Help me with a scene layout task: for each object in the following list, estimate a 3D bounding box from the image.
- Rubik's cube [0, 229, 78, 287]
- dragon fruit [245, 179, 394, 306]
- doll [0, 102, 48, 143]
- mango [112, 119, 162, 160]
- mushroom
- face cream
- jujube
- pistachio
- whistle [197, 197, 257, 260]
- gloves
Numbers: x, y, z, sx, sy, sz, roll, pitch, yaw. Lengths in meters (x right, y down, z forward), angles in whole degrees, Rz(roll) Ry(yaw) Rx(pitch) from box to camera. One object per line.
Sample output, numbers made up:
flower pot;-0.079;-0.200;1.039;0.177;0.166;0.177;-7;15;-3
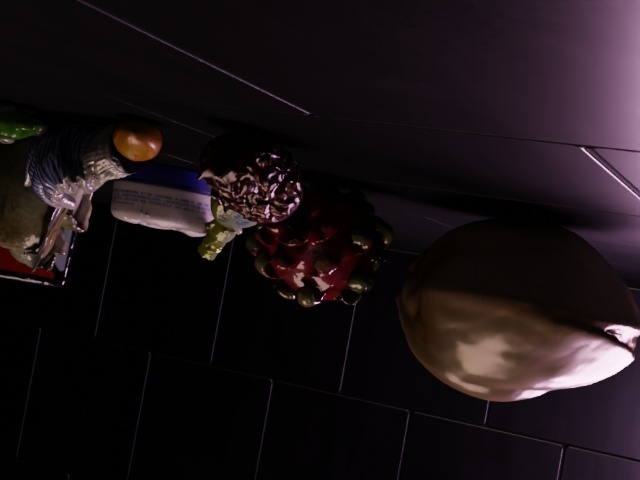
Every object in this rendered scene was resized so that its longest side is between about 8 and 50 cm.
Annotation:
Rubik's cube;-0.585;-0.057;2.089;0.250;0.248;0.246;13;176;-25
dragon fruit;-0.002;-0.007;1.722;0.218;0.198;0.273;-18;-159;2
doll;-0.434;-0.155;1.439;0.190;0.050;0.115;11;-178;29
mango;-0.218;-0.120;1.341;0.060;0.046;0.089;11;174;1
mushroom;-0.428;-0.081;1.673;0.164;0.189;0.267;21;-159;-1
face cream;-0.268;-0.072;2.020;0.206;0.111;0.206;11;176;1
jujube;-0.073;-0.074;1.275;0.104;0.104;0.166;10;167;15
pistachio;0.295;0.105;1.717;0.365;0.281;0.445;13;176;36
whistle;-0.154;-0.039;1.921;0.104;0.057;0.198;9;142;-29
gloves;-0.315;-0.102;1.462;0.229;0.119;0.097;-20;121;42
